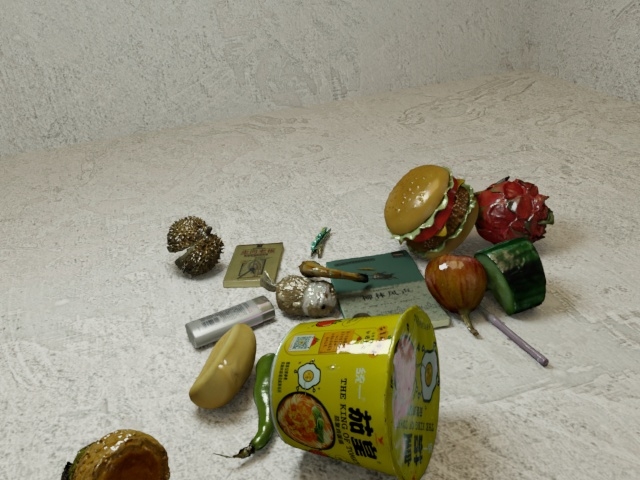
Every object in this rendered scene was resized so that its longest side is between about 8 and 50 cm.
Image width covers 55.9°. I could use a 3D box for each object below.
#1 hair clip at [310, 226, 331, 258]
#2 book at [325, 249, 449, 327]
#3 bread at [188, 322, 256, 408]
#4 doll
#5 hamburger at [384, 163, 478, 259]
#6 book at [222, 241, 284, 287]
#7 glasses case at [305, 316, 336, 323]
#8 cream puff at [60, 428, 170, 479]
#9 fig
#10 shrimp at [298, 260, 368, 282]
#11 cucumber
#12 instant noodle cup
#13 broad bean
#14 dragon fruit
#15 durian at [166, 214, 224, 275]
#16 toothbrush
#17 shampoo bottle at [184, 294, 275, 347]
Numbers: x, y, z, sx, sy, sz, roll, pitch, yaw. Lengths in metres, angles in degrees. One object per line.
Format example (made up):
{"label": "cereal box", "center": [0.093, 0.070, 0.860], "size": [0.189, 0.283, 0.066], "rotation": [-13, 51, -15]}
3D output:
{"label": "hair clip", "center": [0.000, -0.001, 1.957], "size": [0.049, 0.049, 0.173], "rotation": [4, 31, 16]}
{"label": "book", "center": [0.171, 0.141, 1.680], "size": [0.264, 0.031, 0.379], "rotation": [-8, 29, -7]}
{"label": "bread", "center": [-0.211, 0.291, 1.378], "size": [0.147, 0.098, 0.217], "rotation": [-40, 12, 30]}
{"label": "doll", "center": [-0.063, 0.148, 1.624], "size": [0.221, 0.115, 0.105], "rotation": [9, 72, 11]}
{"label": "hamburger", "center": [0.312, -0.098, 1.796], "size": [0.274, 0.212, 0.274], "rotation": [-40, 30, 29]}
{"label": "book", "center": [-0.203, 0.073, 1.875], "size": [0.161, 0.026, 0.231], "rotation": [-3, 28, 5]}
{"label": "glasses case", "center": [0.001, 0.217, 1.578], "size": [0.083, 0.021, 0.032], "rotation": [-7, 28, -4]}
{"label": "cream puff", "center": [-0.397, 0.433, 1.116], "size": [0.169, 0.183, 0.183], "rotation": [2, 27, 39]}
{"label": "fig", "center": [0.362, 0.124, 1.562], "size": [0.149, 0.202, 0.148], "rotation": [-28, 8, -30]}
{"label": "shrimp", "center": [0.031, 0.094, 1.701], "size": [0.198, 0.051, 0.262], "rotation": [13, -3, -10]}
{"label": "cucumber", "center": [0.497, 0.089, 1.576], "size": [0.130, 0.191, 0.191], "rotation": [-21, 31, -10]}
{"label": "instant noodle cup", "center": [0.070, 0.287, 1.167], "size": [0.254, 0.325, 0.325], "rotation": [-2, 27, 27]}
{"label": "broad bean", "center": [-0.127, 0.346, 1.316], "size": [0.098, 0.056, 0.318], "rotation": [18, 32, 4]}
{"label": "dragon fruit", "center": [0.550, -0.077, 1.833], "size": [0.293, 0.233, 0.234], "rotation": [4, 29, 35]}
{"label": "durian", "center": [-0.379, 0.007, 1.845], "size": [0.196, 0.196, 0.167], "rotation": [8, 38, 23]}
{"label": "toothbrush", "center": [0.440, 0.210, 1.516], "size": [0.029, 0.024, 0.354], "rotation": [-22, 32, -15]}
{"label": "shampoo bottle", "center": [-0.237, 0.211, 1.593], "size": [0.227, 0.055, 0.086], "rotation": [-20, 32, -25]}
